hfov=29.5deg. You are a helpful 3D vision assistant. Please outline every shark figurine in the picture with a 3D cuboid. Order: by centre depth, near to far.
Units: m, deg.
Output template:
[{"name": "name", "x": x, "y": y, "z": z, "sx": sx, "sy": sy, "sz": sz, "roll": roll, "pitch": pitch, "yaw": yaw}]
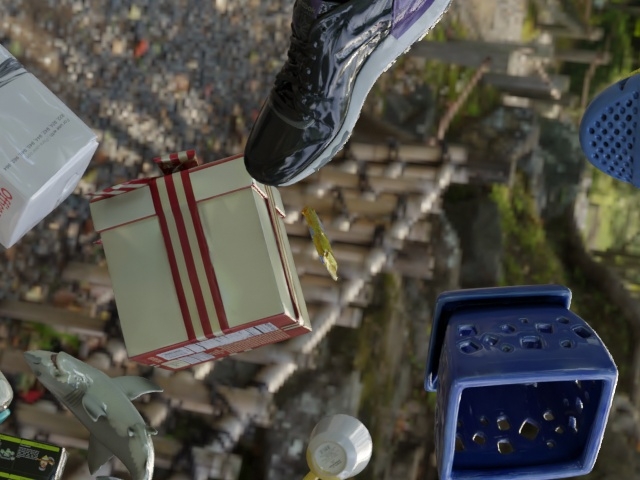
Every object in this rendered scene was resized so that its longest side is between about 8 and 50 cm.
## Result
[{"name": "shark figurine", "x": -0.250, "y": 0.252, "z": 1.433, "sx": 0.166, "sy": 0.278, "sz": 0.116, "roll": 14, "pitch": 119, "yaw": -41}]

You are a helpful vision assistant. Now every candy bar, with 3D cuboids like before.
[{"name": "candy bar", "x": 0.000, "y": 0.000, "z": 1.638, "sx": 0.040, "sy": 0.018, "sz": 0.161, "roll": 58, "pitch": 5, "yaw": -29}]

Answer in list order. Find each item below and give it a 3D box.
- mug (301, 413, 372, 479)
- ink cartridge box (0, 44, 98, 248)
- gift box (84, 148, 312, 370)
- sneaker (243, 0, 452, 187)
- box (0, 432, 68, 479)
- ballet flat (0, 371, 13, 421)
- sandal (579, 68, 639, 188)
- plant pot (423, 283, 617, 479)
[{"name": "mug", "x": 0.013, "y": 0.208, "z": 1.152, "sx": 0.064, "sy": 0.062, "sz": 0.078, "roll": -6, "pitch": 107, "yaw": -80}, {"name": "ink cartridge box", "x": -0.401, "y": -0.142, "z": 1.375, "sx": 0.115, "sy": 0.273, "sz": 0.198, "roll": -48, "pitch": -176, "yaw": -26}, {"name": "gift box", "x": -0.180, "y": 0.026, "z": 1.663, "sx": 0.255, "sy": 0.276, "sz": 0.258, "roll": 70, "pitch": 6, "yaw": -77}, {"name": "sneaker", "x": -0.003, "y": -0.187, "z": 1.174, "sx": 0.283, "sy": 0.107, "sz": 0.124, "roll": -53, "pitch": 142, "yaw": 6}, {"name": "box", "x": -0.458, "y": 0.349, "z": 1.633, "sx": 0.045, "sy": 0.190, "sz": 0.184, "roll": 93, "pitch": 9, "yaw": -65}, {"name": "ballet flat", "x": -0.300, "y": 0.148, "z": 0.941, "sx": 0.248, "sy": 0.086, "sz": 0.086, "roll": -46, "pitch": -163, "yaw": 47}, {"name": "sandal", "x": 0.344, "y": -0.064, "z": 0.977, "sx": 0.138, "sy": 0.317, "sz": 0.126, "roll": -38, "pitch": 127, "yaw": -36}, {"name": "plant pot", "x": 0.271, "y": 0.197, "z": 1.756, "sx": 0.212, "sy": 0.236, "sz": 0.236, "roll": -102, "pitch": -169, "yaw": -48}]
